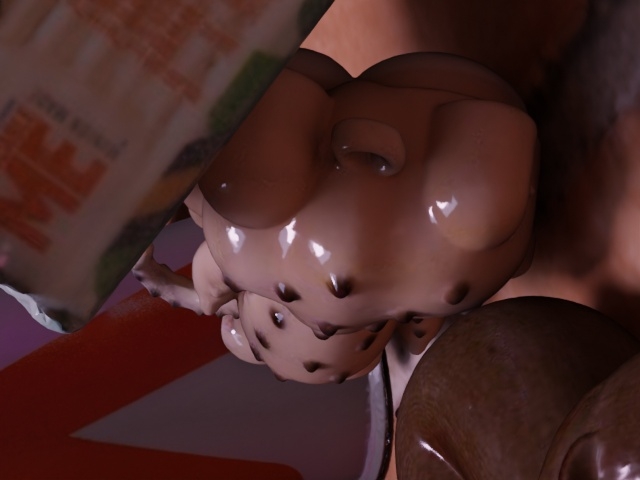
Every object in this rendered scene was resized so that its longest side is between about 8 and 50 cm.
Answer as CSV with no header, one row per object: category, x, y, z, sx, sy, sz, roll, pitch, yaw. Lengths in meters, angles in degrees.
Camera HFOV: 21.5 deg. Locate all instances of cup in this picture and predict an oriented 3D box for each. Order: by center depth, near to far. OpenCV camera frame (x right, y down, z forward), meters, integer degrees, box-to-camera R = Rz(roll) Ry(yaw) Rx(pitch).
cup,-0.131,0.091,0.933,0.203,0.288,0.203,167,90,-68

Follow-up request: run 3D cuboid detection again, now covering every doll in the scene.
doll,0.002,0.001,0.753,0.278,0.154,0.119,132,150,-67

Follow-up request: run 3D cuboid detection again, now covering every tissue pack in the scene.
tissue pack,-0.069,-0.138,0.641,0.128,0.311,0.228,38,175,-26

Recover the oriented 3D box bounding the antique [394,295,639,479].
antique,0.105,0.091,0.596,0.257,0.121,0.143,173,92,-75
